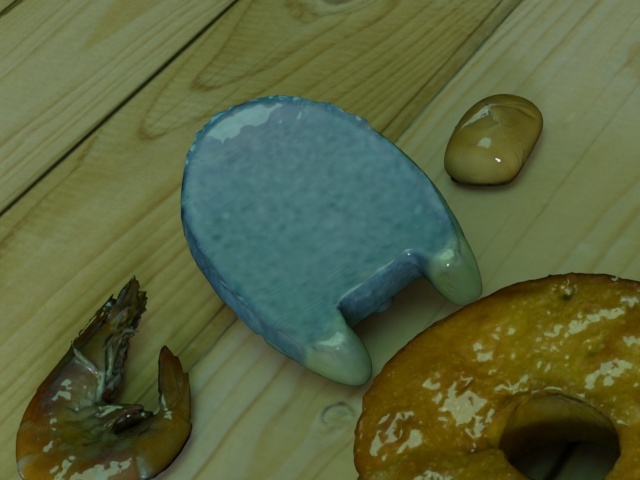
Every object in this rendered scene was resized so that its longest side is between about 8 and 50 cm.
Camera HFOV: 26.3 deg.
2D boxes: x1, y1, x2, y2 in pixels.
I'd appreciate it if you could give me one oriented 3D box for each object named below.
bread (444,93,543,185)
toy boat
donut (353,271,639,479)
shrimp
[{"bbox_3d":[0.166,-0.103,1.323,0.082,0.056,0.115,9,46,31],"label":"bread"},{"bbox_3d":[0.000,0.000,1.250,0.215,0.123,0.330,-39,52,-11],"label":"toy boat"},{"bbox_3d":[0.173,0.162,0.951,0.303,0.110,0.303,-12,40,10],"label":"donut"},{"bbox_3d":[-0.181,0.127,1.191,0.150,0.068,0.248,-1,45,4],"label":"shrimp"}]
